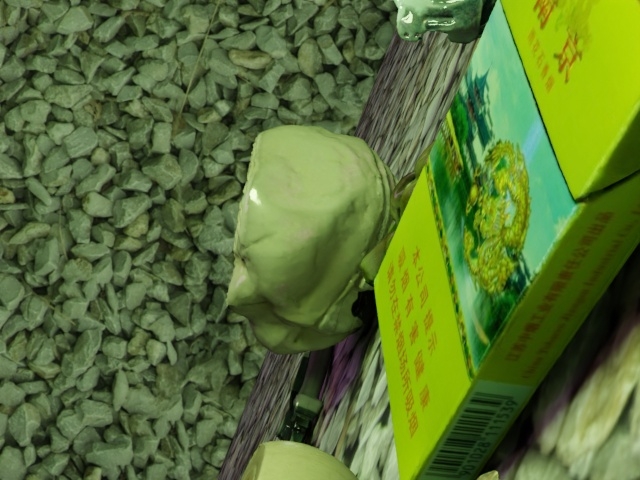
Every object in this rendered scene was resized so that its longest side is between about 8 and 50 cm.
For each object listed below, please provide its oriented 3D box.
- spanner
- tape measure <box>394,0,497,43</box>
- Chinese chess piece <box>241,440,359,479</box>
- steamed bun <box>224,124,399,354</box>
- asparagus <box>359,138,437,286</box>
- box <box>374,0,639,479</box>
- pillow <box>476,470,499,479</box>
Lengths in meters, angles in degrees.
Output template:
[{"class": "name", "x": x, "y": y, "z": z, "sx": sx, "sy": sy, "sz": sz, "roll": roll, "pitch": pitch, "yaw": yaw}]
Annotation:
[{"class": "spanner", "x": -0.025, "y": 0.233, "z": 1.362, "sx": 0.325, "sy": 0.040, "sz": 0.095, "roll": -73, "pitch": 7, "yaw": -61}, {"class": "tape measure", "x": 0.149, "y": -0.325, "z": 0.946, "sx": 0.256, "sy": 0.147, "sz": 0.274, "roll": -23, "pitch": -66, "yaw": -70}, {"class": "Chinese chess piece", "x": -0.053, "y": 0.315, "z": 0.880, "sx": 0.273, "sy": 0.102, "sz": 0.273, "roll": -158, "pitch": 90, "yaw": -86}, {"class": "steamed bun", "x": 0.000, "y": 0.000, "z": 1.187, "sx": 0.320, "sy": 0.206, "sz": 0.275, "roll": -115, "pitch": 32, "yaw": -84}, {"class": "asparagus", "x": 0.094, "y": -0.014, "z": 0.923, "sx": 0.080, "sy": 0.080, "sz": 0.287, "roll": -72, "pitch": 7, "yaw": -46}, {"class": "box", "x": 0.107, "y": -0.020, "z": 0.549, "sx": 0.187, "sy": 0.047, "sz": 0.335, "roll": -94, "pitch": 18, "yaw": -46}, {"class": "pillow", "x": 0.053, "y": 0.226, "z": 0.490, "sx": 0.135, "sy": 0.034, "sz": 0.211, "roll": 121, "pitch": 169, "yaw": -52}]
